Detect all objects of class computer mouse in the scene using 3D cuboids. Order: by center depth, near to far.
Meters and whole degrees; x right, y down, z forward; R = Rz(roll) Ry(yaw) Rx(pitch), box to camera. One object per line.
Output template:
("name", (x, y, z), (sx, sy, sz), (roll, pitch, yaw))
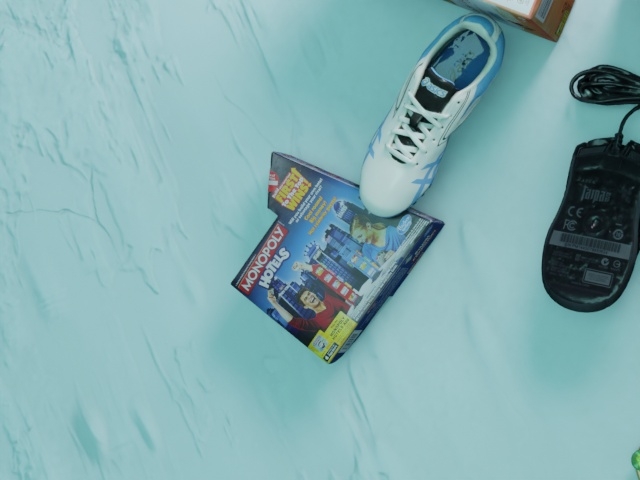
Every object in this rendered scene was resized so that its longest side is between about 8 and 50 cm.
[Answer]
("computer mouse", (0.332, -0.045, 1.433), (0.184, 0.060, 0.262), (7, 79, 23))

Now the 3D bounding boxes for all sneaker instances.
("sneaker", (0.107, -0.131, 1.451), (0.085, 0.086, 0.237), (34, 99, 19))

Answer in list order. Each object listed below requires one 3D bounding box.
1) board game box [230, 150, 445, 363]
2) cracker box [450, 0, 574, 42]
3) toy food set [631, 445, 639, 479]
("board game box", (0.000, 0.000, 1.542), (0.194, 0.060, 0.194), (39, 101, 17))
("cracker box", (0.138, -0.282, 1.452), (0.232, 0.156, 0.067), (25, 97, 18))
("toy food set", (0.361, 0.232, 1.431), (0.082, 0.020, 0.083), (-40, 77, 14))
